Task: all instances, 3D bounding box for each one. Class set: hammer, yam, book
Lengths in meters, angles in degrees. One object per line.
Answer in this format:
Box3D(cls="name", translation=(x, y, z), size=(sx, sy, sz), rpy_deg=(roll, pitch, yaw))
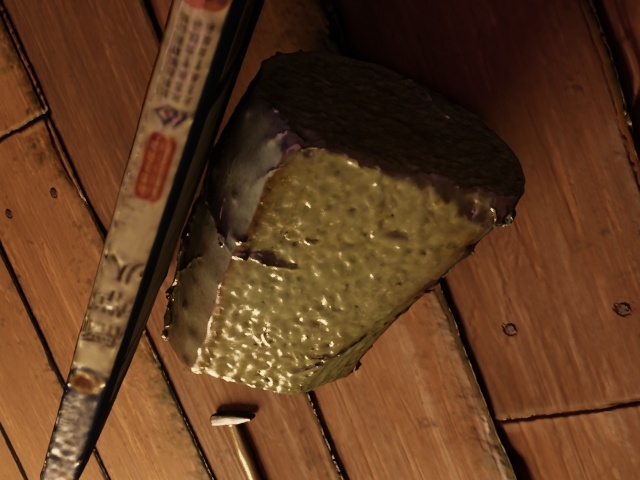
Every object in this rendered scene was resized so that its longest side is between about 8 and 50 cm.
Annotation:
Box3D(cls="hammer", translation=(-0.068, 0.285, 0.851), size=(0.062, 0.013, 0.199), rpy_deg=(-14, 101, 34))
Box3D(cls="yam", translation=(-0.003, -0.004, 0.590), size=(0.202, 0.201, 0.271), rpy_deg=(20, 123, -13))
Box3D(cls="book", translation=(-0.116, -0.049, 0.588), size=(0.039, 0.300, 0.428), rpy_deg=(21, 121, -9))
